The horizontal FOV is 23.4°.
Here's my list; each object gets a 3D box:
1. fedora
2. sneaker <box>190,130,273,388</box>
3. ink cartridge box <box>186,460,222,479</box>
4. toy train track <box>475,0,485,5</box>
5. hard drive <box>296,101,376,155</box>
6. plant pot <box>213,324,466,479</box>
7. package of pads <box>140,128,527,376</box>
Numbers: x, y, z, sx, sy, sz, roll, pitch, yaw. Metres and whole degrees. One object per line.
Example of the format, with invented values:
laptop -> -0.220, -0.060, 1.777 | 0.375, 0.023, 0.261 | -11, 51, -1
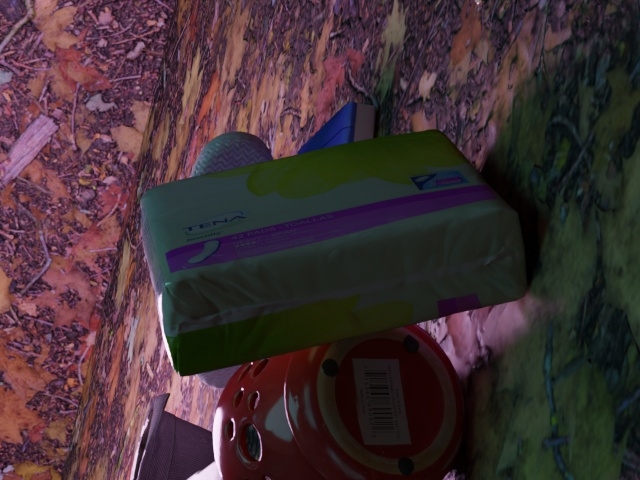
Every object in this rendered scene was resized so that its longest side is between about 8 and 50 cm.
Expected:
fedora -> -0.198, 0.339, 2.126 | 0.275, 0.124, 0.244 | -126, 49, -81
sneaker -> -0.124, -0.008, 1.983 | 0.210, 0.137, 0.366 | -104, 14, -56
ink cartridge box -> -0.144, 0.410, 1.834 | 0.353, 0.119, 0.207 | -42, 40, 48
toy train track -> 0.150, -0.262, 1.468 | 0.048, 0.014, 0.083 | 131, 145, -62
hard drive -> 0.001, 0.024, 1.769 | 0.210, 0.040, 0.319 | 142, 136, -68
plant pot -> 0.024, 0.159, 1.346 | 0.174, 0.191, 0.191 | -37, 45, 55
package of pads -> 0.000, 0.000, 1.313 | 0.229, 0.296, 0.101 | -118, 18, -66
